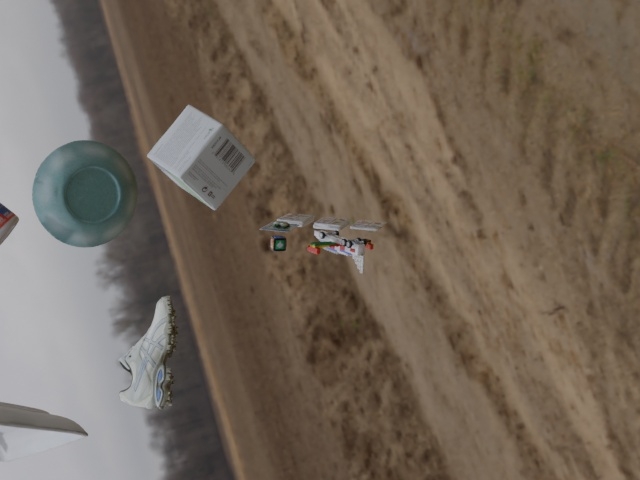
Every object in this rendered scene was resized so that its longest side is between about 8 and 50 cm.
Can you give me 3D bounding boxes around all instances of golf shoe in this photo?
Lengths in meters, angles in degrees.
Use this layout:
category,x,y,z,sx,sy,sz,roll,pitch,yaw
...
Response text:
category,x,y,z,sx,sy,sz,roll,pitch,yaw
golf shoe,-0.258,0.163,1.400,0.069,0.086,0.176,92,180,-62

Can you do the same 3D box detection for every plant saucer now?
category,x,y,z,sx,sy,sz,roll,pitch,yaw
plant saucer,-0.412,-0.082,1.677,0.037,0.195,0.194,10,116,58

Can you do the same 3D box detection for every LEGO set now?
category,x,y,z,sx,sy,sz,roll,pitch,yaw
LEGO set,0.000,0.000,1.559,0.244,0.183,0.060,-35,-51,-73

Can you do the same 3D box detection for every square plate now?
category,x,y,z,sx,sy,sz,roll,pitch,yaw
square plate,-0.623,0.312,1.586,0.344,0.347,0.049,-24,56,46

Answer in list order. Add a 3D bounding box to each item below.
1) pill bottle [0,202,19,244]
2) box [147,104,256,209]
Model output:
category,x,y,z,sx,sy,sz,roll,pitch,yaw
pill bottle,-0.797,-0.072,2.090,0.221,0.124,0.124,39,175,-10
box,-0.172,-0.120,1.364,0.087,0.102,0.101,34,172,38
